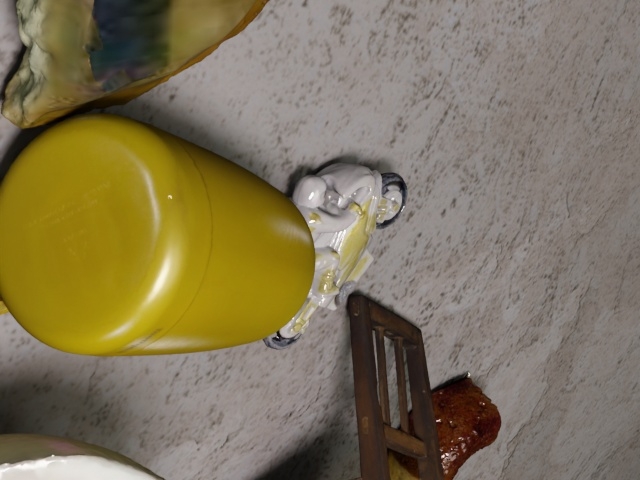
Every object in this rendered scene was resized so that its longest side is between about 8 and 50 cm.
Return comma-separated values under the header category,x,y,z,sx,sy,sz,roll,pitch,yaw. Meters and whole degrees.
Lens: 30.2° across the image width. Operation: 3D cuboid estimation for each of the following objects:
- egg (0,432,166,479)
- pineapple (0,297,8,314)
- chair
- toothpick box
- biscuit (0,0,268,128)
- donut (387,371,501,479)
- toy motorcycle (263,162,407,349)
category,x,y,z,sx,sy,sz,roll,pitch,yaw
egg,-0.259,0.276,0.951,0.337,0.201,0.337,-9,112,-22
pineapple,-0.280,0.047,0.871,0.114,0.077,0.114,-41,139,-3
chair,0.009,0.305,1.347,0.240,0.416,0.203,-20,153,23
toothpick box,-0.115,0.007,0.949,0.175,0.175,0.271,-63,155,6
biscuit,-0.103,-0.232,0.825,0.329,0.078,0.335,-42,156,-23
donut,0.157,0.301,1.593,0.141,0.085,0.217,-9,124,-49
toy motorcycle,0.000,0.000,1.181,0.229,0.074,0.151,-48,142,-13
